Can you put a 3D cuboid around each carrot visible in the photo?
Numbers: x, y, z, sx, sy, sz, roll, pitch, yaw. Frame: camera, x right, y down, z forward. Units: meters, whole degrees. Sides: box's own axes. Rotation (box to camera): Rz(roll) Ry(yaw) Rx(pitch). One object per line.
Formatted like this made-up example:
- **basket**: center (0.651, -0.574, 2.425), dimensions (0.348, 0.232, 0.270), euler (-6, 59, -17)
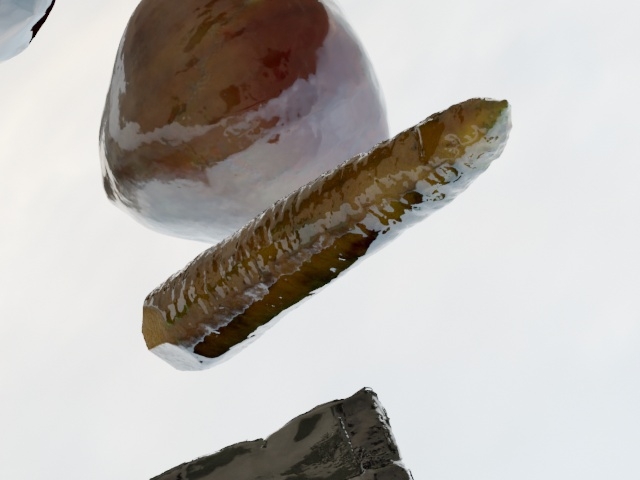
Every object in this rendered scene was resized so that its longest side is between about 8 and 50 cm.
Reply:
- **carrot**: center (0.000, 0.000, 0.910), dimensions (0.314, 0.066, 0.066), euler (-32, -153, 42)

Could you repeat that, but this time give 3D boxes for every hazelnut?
- **hazelnut**: center (-0.089, -0.155, 1.861), dimensions (0.359, 0.359, 0.409), euler (-54, 175, -12)

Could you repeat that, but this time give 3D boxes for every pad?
- **pad**: center (-0.027, 0.167, 0.912), dimensions (0.174, 0.022, 0.233), euler (-23, -160, 0)

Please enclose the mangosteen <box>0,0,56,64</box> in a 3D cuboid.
- **mangosteen**: center (-0.262, -0.149, 0.897), dimensions (0.228, 0.228, 0.265), euler (-163, -96, -67)
